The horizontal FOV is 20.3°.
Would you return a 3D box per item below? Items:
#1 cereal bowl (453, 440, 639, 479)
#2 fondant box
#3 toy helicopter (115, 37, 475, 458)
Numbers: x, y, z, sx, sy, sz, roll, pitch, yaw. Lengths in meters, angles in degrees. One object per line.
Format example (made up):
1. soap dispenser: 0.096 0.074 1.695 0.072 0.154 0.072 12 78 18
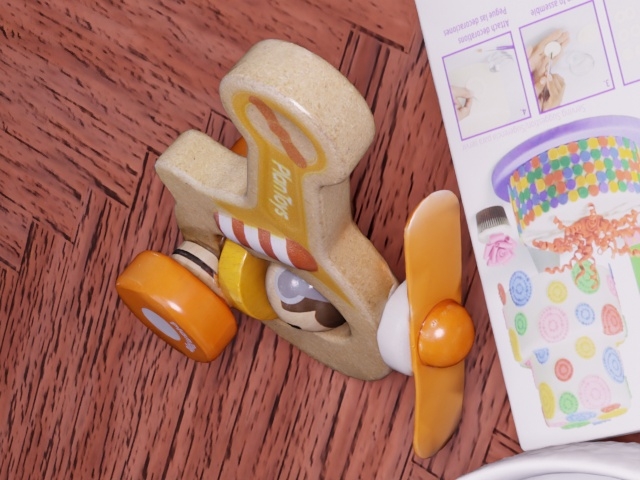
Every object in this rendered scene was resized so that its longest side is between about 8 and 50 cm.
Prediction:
1. cereal bowl: 0.183 0.269 0.989 0.339 0.141 0.339 5 99 34
2. fondant box: 0.193 -0.067 0.989 0.238 0.096 0.330 -17 82 40
3. toy helicopter: 0.000 0.000 1.046 0.235 0.140 0.355 36 161 14
